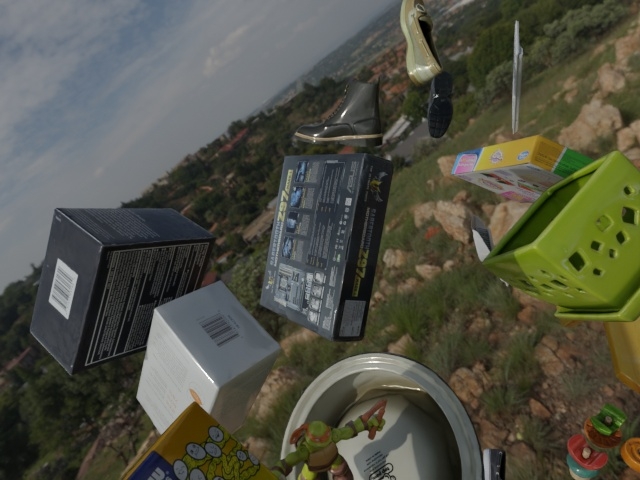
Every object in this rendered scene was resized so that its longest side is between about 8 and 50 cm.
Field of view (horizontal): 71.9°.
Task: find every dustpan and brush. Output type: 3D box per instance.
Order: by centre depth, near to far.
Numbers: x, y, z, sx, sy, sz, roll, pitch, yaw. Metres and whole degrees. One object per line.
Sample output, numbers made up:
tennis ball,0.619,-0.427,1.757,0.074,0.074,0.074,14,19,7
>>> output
dustpan and brush,0.476,0.035,1.232,0.060,0.211,0.147,-12,14,24

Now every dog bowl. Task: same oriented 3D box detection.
dog bowl,0.125,0.438,0.867,0.408,0.150,0.407,-17,55,25

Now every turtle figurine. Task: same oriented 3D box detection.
turtle figurine,-0.011,0.360,0.725,0.270,0.217,0.087,-24,42,-25

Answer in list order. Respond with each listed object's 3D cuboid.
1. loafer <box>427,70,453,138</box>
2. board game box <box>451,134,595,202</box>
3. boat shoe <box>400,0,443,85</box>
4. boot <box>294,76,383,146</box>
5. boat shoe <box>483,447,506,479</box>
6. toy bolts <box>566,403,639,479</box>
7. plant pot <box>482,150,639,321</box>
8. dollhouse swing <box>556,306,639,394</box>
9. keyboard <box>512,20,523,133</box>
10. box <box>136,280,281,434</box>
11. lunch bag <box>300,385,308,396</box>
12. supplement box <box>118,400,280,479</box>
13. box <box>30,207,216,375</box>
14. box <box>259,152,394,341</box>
loafer,0.302,-0.337,1.121,0.061,0.062,0.170,73,-153,-85
board game box,0.511,-0.162,1.086,0.316,0.242,0.064,-163,92,-76
boat shoe,0.157,-0.312,0.672,0.048,0.056,0.153,-16,66,42
boot,0.040,-0.275,0.943,0.198,0.137,0.077,6,20,20
boat shoe,0.563,0.767,1.382,0.076,0.080,0.228,-20,31,30
toy bolts,0.860,0.652,1.327,0.229,0.158,0.218,-25,38,-16
plant pot,0.468,0.018,0.781,0.227,0.207,0.228,-47,-5,-7
dollhouse swing,0.788,0.242,1.037,0.347,0.315,0.304,5,65,11
keyboard,0.380,-0.305,0.861,0.014,0.256,0.072,-6,69,20
box,-0.259,0.297,0.975,0.168,0.215,0.345,-24,-31,-46
lunch bag,0.064,0.504,1.167,0.305,0.256,0.212,97,180,-76
supplement box,-0.103,0.396,0.472,0.195,0.356,0.194,-48,-1,22
box,-0.432,0.093,0.986,0.294,0.183,0.296,-5,-59,-59
box,0.000,0.000,0.607,0.183,0.059,0.232,12,92,52
